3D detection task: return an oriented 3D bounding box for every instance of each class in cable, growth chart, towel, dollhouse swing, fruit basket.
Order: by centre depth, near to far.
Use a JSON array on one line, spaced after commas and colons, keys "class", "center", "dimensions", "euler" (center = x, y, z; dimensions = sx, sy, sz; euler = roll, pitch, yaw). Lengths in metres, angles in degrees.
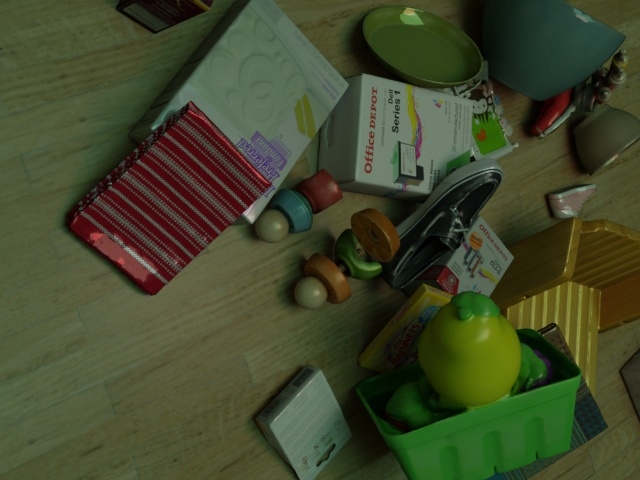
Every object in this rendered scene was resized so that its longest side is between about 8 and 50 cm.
[{"class": "towel", "center": [-0.237, -0.060, 1.513], "dimensions": [0.275, 0.031, 0.199], "euler": [-43, 116, 3]}, {"class": "fruit basket", "center": [0.254, 0.233, 1.687], "dimensions": [0.392, 0.283, 0.392], "euler": [-3, 105, -11]}, {"class": "towel", "center": [0.361, 0.360, 1.892], "dimensions": [0.370, 0.040, 0.271], "euler": [-31, 107, -6]}, {"class": "growth chart", "center": [0.319, -0.265, 1.982], "dimensions": [0.172, 0.021, 0.237], "euler": [-36, 105, -30]}, {"class": "dollhouse swing", "center": [0.552, 0.171, 1.983], "dimensions": [0.347, 0.315, 0.304], "euler": [16, 59, -34]}, {"class": "cable", "center": [0.621, -0.319, 2.085], "dimensions": [0.139, 0.072, 0.287], "euler": [-64, 161, 2]}]

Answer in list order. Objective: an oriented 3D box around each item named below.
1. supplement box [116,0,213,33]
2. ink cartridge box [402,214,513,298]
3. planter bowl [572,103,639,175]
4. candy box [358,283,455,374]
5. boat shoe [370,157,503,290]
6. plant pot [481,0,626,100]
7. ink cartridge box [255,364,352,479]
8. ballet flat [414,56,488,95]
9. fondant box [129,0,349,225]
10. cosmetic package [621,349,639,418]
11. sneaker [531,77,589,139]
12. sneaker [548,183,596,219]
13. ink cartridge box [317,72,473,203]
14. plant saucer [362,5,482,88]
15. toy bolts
[{"class": "supplement box", "center": [-0.231, -0.405, 1.506], "dimensions": [0.081, 0.188, 0.104], "euler": [31, 71, -31]}, {"class": "ink cartridge box", "center": [0.262, 0.055, 1.869], "dimensions": [0.128, 0.127, 0.176], "euler": [48, 63, -23]}, {"class": "planter bowl", "center": [0.633, -0.234, 2.136], "dimensions": [0.162, 0.162, 0.109], "euler": [-32, 80, -31]}, {"class": "candy box", "center": [0.170, 0.172, 1.784], "dimensions": [0.105, 0.027, 0.206], "euler": [22, 119, -30]}, {"class": "boat shoe", "center": [0.228, -0.024, 1.769], "dimensions": [0.301, 0.102, 0.108], "euler": [-39, 138, 9]}, {"class": "plant pot", "center": [0.442, -0.401, 1.953], "dimensions": [0.290, 0.290, 0.195], "euler": [15, 114, -33]}, {"class": "ink cartridge box", "center": [-0.026, 0.334, 1.723], "dimensions": [0.145, 0.045, 0.179], "euler": [-44, 130, -28]}, {"class": "ballet flat", "center": [0.252, -0.316, 1.888], "dimensions": [0.213, 0.072, 0.068], "euler": [-16, 103, -33]}, {"class": "fondant box", "center": [-0.129, -0.223, 1.628], "dimensions": [0.238, 0.096, 0.330], "euler": [44, 66, -25]}, {"class": "cosmetic package", "center": [0.874, 0.424, 2.240], "dimensions": [0.155, 0.197, 0.365], "euler": [-36, 110, -31]}, {"class": "sneaker", "center": [0.507, -0.341, 2.091], "dimensions": [0.118, 0.107, 0.279], "euler": [32, 66, -10]}, {"class": "sneaker", "center": [0.563, -0.084, 2.132], "dimensions": [0.134, 0.051, 0.070], "euler": [-17, 99, -31]}, {"class": "ink cartridge box", "center": [0.145, -0.185, 1.802], "dimensions": [0.278, 0.117, 0.201], "euler": [7, 85, -35]}, {"class": "plant saucer", "center": [0.189, -0.361, 1.820], "dimensions": [0.241, 0.037, 0.241], "euler": [11, 44, -11]}, {"class": "toy bolts", "center": [0.000, 0.000, 1.661], "dimensions": [0.158, 0.218, 0.228], "euler": [-37, 91, -24]}]
